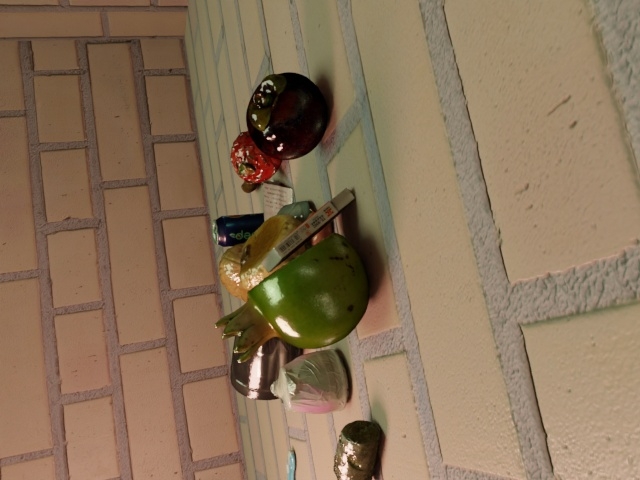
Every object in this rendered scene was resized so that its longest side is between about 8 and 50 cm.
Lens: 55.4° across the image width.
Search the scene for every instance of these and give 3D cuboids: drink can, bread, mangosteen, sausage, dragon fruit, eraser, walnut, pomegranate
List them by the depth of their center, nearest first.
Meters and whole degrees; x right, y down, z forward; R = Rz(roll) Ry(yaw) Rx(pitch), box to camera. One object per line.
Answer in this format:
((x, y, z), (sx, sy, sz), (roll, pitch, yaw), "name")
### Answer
((-0.041, 0.151, 1.346), (0.216, 0.359, 0.310), (52, 162, -3), "pomegranate")
((-0.031, -0.022, 1.417), (0.038, 0.230, 0.157), (49, 159, 2), "eraser")
((-0.091, -0.301, 1.494), (0.216, 0.216, 0.216), (173, 90, -73), "mangosteen")
((0.001, 0.000, 1.577), (0.065, 0.065, 0.169), (-149, 54, -69), "sausage")
((-0.119, 0.046, 1.636), (0.244, 0.134, 0.244), (-36, 30, 25), "bread")
((-0.208, -0.274, 1.966), (0.209, 0.173, 0.172), (-105, 17, -52), "dragon fruit")
((-0.244, 0.104, 2.118), (0.261, 0.225, 0.224), (111, 151, -83), "walnut")
((-0.289, -0.038, 2.244), (0.118, 0.205, 0.118), (174, 90, -72), "drink can")

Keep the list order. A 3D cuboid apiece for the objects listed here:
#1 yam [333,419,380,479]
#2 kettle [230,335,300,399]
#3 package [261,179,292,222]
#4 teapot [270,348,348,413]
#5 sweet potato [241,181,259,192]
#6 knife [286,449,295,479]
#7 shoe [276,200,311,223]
((0.085, 0.502, 1.434), (0.107, 0.107, 0.183), (-120, 31, -52), "yam")
((-0.161, 0.304, 2.016), (0.321, 0.229, 0.324), (-62, -18, -62), "kettle")
((-0.148, -0.090, 2.023), (0.251, 0.062, 0.203), (-152, 56, -65), "package")
((-0.036, 0.370, 1.633), (0.221, 0.178, 0.163), (-142, 48, -68), "teapot")
((-0.262, -0.230, 2.342), (0.255, 0.058, 0.078), (134, 148, -63), "sweet potato")
((-0.113, 0.887, 2.319), (0.064, 0.031, 0.221), (-133, 39, -57), "knife")
((-0.089, -0.058, 1.780), (0.251, 0.100, 0.103), (174, 90, -75), "shoe")
